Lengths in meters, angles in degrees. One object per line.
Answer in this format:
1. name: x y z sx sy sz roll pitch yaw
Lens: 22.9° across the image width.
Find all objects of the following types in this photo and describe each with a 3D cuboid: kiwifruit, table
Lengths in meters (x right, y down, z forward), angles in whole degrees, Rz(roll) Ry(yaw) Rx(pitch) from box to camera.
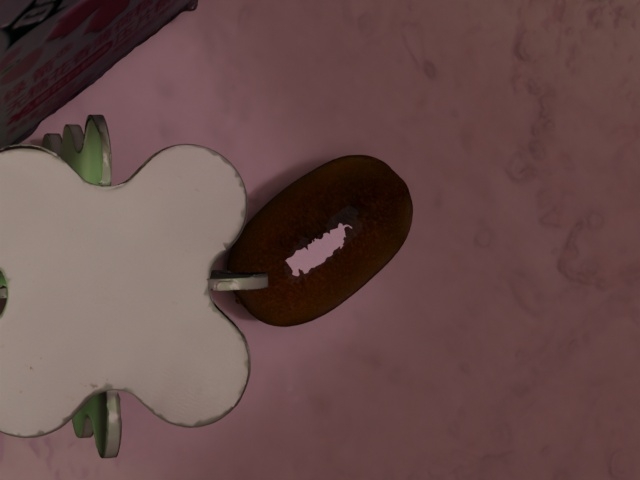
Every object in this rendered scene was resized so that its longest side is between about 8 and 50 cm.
1. kiwifruit: 0.000 0.000 0.940 0.124 0.075 0.075 -36 101 -11
2. table: -0.128 0.022 0.830 0.167 0.198 0.166 0 91 -18

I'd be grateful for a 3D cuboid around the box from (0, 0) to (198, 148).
1. box: -0.131 -0.161 0.742 0.190 0.369 0.112 -40 86 -14
